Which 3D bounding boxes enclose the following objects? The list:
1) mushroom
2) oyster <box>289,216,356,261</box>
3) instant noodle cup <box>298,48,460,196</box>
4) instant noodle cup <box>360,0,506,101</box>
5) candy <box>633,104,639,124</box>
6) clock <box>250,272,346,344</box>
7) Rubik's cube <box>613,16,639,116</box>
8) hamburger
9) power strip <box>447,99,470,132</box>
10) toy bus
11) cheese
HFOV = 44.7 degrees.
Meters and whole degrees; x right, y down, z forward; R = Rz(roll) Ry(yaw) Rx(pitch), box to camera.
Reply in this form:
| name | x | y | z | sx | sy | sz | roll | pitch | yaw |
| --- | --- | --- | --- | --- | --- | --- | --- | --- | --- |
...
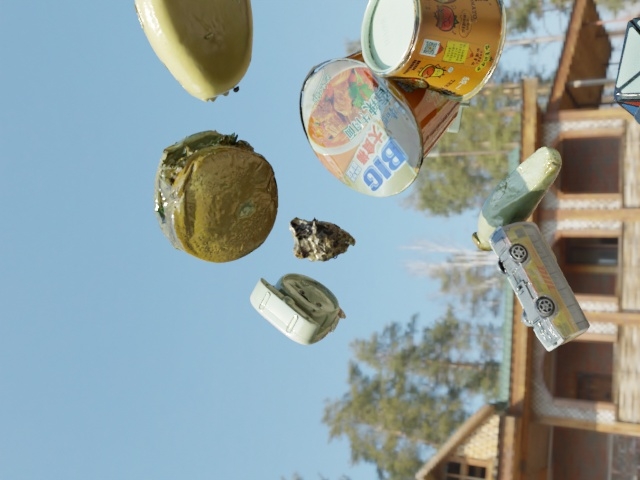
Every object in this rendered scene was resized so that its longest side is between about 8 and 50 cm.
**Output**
| name | x | y | z | sx | sy | sz | roll | pitch | yaw |
| --- | --- | --- | --- | --- | --- | --- | --- | --- | --- |
| mushroom | 0.414 | -0.082 | 1.677 | 0.333 | 0.107 | 0.087 | 104 | 159 | -58 |
| oyster | 0.008 | -0.005 | 1.683 | 0.148 | 0.051 | 0.103 | -4 | -102 | -27 |
| instant noodle cup | 0.133 | -0.261 | 1.547 | 0.214 | 0.296 | 0.297 | -40 | -54 | -39 |
| instant noodle cup | 0.183 | -0.354 | 1.330 | 0.172 | 0.215 | 0.216 | 1 | -90 | -30 |
| candy | 0.751 | -0.246 | 1.662 | 0.101 | 0.143 | 0.271 | 53 | -151 | -14 |
| clock | -0.032 | 0.121 | 1.481 | 0.191 | 0.151 | 0.062 | -12 | -45 | -60 |
| Rubik's cube | 0.987 | -0.467 | 2.148 | 0.248 | 0.246 | 0.250 | 20 | -98 | -47 |
| hamburger | -0.172 | -0.062 | 1.249 | 0.189 | 0.122 | 0.215 | -27 | -59 | -27 |
| power strip | 0.410 | -0.436 | 2.358 | 0.145 | 0.061 | 0.216 | -117 | 31 | -72 |
| toy bus | 0.447 | 0.087 | 1.599 | 0.092 | 0.106 | 0.268 | 110 | 140 | -64 |
| cheese | -0.252 | -0.450 | 1.645 | 0.259 | 0.128 | 0.316 | -22 | -63 | -25 |
